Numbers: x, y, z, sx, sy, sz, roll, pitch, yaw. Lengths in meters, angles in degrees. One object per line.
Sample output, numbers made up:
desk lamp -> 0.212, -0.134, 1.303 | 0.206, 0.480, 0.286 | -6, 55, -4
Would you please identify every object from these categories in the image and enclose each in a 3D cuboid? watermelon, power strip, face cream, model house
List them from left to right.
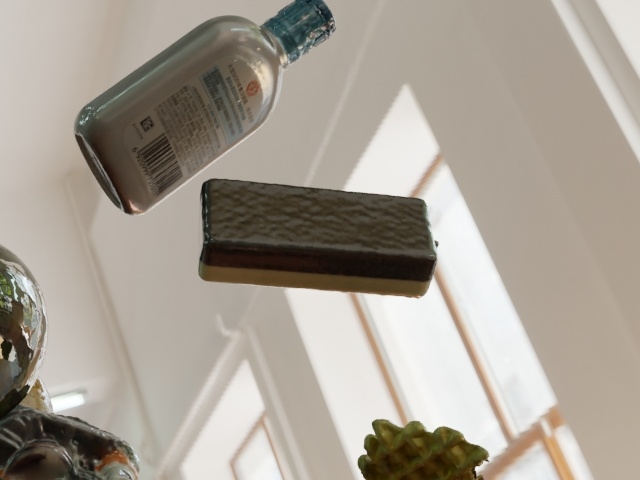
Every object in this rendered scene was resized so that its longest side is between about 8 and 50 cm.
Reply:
watermelon -> -0.512, 0.127, 1.660 | 0.279, 0.278, 0.359 | -17, -12, -10
model house -> -0.400, 0.386, 1.831 | 0.271, 0.190, 0.301 | 24, -1, -14
face cream -> -0.124, -0.176, 1.413 | 0.337, 0.080, 0.163 | -39, -42, -17
power strip -> 0.000, 0.000, 1.277 | 0.257, 0.105, 0.070 | 4, -46, -9

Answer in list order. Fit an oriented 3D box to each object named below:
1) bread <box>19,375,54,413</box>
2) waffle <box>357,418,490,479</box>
bread -> -0.611, 0.388, 2.143 | 0.337, 0.328, 0.148 | -35, -18, 20
waffle -> 0.164, 0.361, 1.699 | 0.056, 0.250, 0.261 | -43, -40, -43
